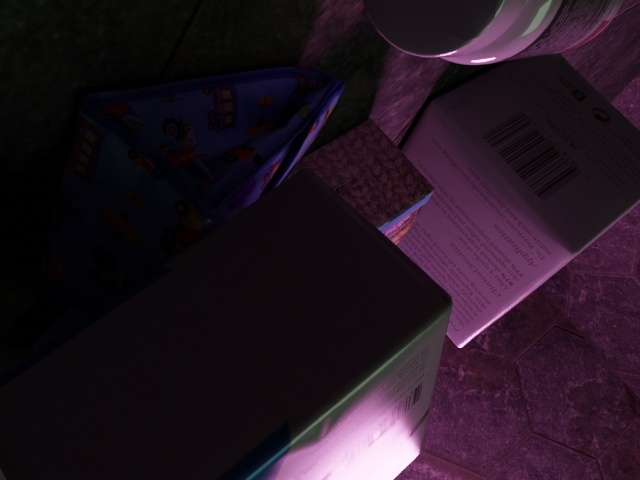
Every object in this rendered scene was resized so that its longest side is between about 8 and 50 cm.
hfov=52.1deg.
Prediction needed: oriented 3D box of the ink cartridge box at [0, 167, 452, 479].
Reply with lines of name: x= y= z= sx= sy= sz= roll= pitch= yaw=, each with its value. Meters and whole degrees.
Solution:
ink cartridge box: x=-0.054 y=0.173 z=0.582 sx=0.285 sy=0.166 sz=0.395 roll=-36 pitch=152 yaw=-17

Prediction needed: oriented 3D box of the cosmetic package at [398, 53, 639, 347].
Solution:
cosmetic package: x=0.330 y=-0.076 z=1.207 sx=0.327 sy=0.329 sz=0.394 roll=-32 pitch=165 yaw=-30

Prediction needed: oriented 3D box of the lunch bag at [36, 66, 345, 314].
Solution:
lunch bag: x=-0.101 y=-0.054 z=0.639 sx=0.293 sy=0.138 sz=0.221 roll=-41 pitch=169 yaw=-49

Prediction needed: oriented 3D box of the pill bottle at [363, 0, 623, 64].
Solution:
pill bottle: x=0.170 y=-0.249 z=0.605 sx=0.283 sy=0.161 sz=0.161 roll=-24 pitch=159 yaw=-48

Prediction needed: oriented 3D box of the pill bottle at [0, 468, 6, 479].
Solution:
pill bottle: x=-0.331 y=0.233 z=0.611 sx=0.176 sy=0.176 sz=0.318 roll=-34 pitch=-170 yaw=-22

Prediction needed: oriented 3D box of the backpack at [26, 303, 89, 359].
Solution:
backpack: x=-0.204 y=0.167 z=0.824 sx=0.290 sy=0.273 sz=0.356 roll=-32 pitch=146 yaw=-14

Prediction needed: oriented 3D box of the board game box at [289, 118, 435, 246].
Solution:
board game box: x=0.000 y=0.000 z=0.975 sx=0.232 sy=0.141 sz=0.291 roll=-33 pitch=165 yaw=-24
